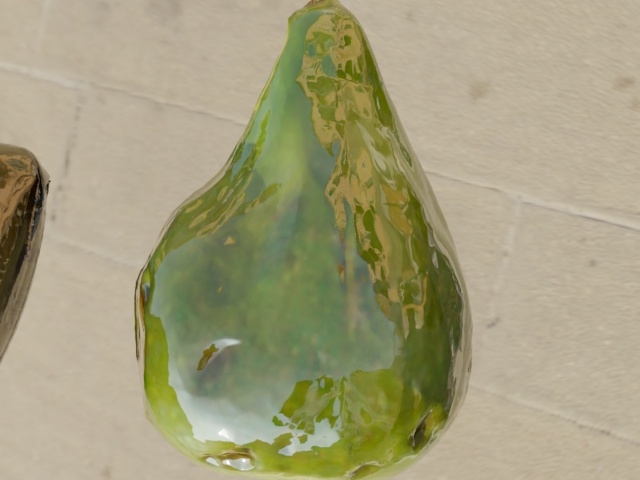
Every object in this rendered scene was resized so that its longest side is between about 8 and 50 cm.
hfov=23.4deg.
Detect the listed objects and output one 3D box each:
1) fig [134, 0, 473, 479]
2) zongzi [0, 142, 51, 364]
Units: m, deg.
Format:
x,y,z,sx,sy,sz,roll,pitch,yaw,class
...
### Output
x,y,z,sx,sy,sz,roll,pitch,yaw,class
0.000,0.000,0.886,0.206,0.206,0.275,16,102,28,fig
-0.278,0.041,1.088,0.123,0.289,0.260,22,86,-5,zongzi
